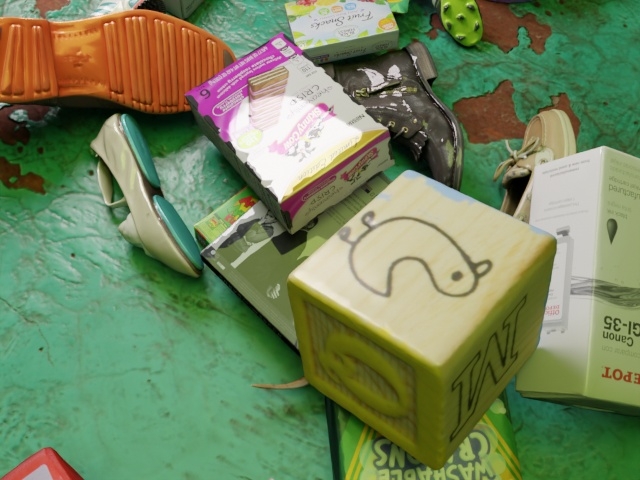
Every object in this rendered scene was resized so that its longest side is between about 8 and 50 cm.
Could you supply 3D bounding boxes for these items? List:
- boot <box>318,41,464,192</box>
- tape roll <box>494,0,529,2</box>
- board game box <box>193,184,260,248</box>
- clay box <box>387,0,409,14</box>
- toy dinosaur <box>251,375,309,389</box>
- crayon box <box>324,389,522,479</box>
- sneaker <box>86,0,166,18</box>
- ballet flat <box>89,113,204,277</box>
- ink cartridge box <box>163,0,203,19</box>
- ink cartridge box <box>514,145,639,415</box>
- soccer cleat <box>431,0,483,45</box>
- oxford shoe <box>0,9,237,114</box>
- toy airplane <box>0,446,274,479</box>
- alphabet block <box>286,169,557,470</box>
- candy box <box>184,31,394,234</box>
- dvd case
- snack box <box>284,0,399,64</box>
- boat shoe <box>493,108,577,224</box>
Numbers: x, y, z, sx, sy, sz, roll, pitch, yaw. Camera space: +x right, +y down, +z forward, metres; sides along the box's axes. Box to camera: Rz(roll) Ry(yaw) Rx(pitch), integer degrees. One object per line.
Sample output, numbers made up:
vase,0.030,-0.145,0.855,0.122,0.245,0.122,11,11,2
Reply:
boot,0.060,-0.152,1.065,0.229,0.091,0.263,-14,65,-6
tape roll,0.292,-0.513,1.231,0.274,0.090,0.275,3,66,-6
board game box,-0.067,0.026,0.987,0.092,0.043,0.181,-39,77,-20
clay box,0.076,-0.432,1.192,0.127,0.053,0.222,9,68,-4
toy dinosaur,0.027,0.134,0.954,0.112,0.064,0.211,23,58,28
crayon box,0.124,0.314,0.866,0.203,0.083,0.323,-3,68,-8
sneaker,-0.300,-0.305,1.103,0.161,0.057,0.075,-37,52,-12
ballet flat,-0.228,-0.046,0.990,0.086,0.086,0.248,-22,70,-15
ink cartridge box,-0.235,-0.426,1.143,0.175,0.072,0.127,32,67,7
ink cartridge box,0.355,0.058,0.922,0.207,0.117,0.283,14,77,-25
soccer cleat,0.186,-0.371,1.158,0.179,0.060,0.072,53,26,-15
oxford shoe,-0.289,-0.232,1.029,0.363,0.132,0.130,-1,95,-28
toy airplane,-0.148,0.399,0.697,0.384,0.272,0.386,10,66,-3
alphabet block,0.105,0.079,0.813,0.192,0.193,0.197,28,56,31
candy box,-0.042,-0.139,0.968,0.159,0.071,0.233,-36,58,-11
dvd case,0.000,0.000,0.958,0.179,0.029,0.238,43,73,13
snack box,0.029,-0.299,1.086,0.141,0.037,0.100,-13,58,-3
boat shoe,0.270,-0.053,1.026,0.089,0.104,0.285,15,67,-3
